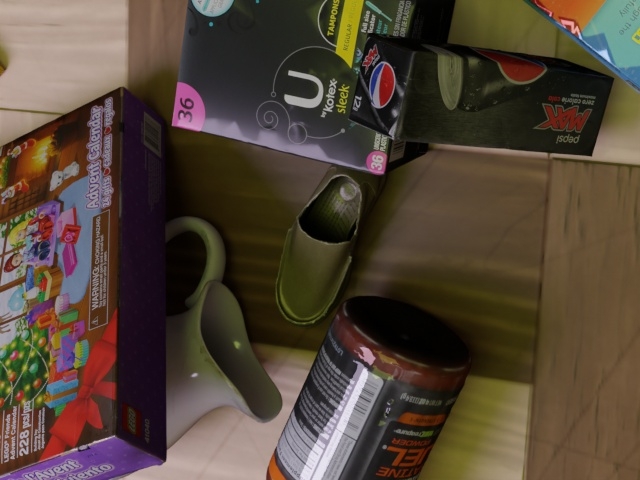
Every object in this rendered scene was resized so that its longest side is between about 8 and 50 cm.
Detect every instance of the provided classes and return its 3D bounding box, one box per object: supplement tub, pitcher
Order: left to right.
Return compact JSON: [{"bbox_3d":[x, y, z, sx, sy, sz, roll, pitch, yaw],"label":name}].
[{"bbox_3d":[-0.150,0.088,0.990,0.207,0.125,0.177,-23,65,19],"label":"pitcher"},{"bbox_3d":[0.026,0.146,0.931,0.106,0.106,0.197,28,110,14],"label":"supplement tub"}]

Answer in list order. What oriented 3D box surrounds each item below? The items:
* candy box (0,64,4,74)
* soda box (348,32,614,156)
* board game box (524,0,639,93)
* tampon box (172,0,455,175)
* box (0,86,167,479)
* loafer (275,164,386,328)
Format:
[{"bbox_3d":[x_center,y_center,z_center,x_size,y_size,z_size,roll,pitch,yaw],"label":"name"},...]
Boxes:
[{"bbox_3d":[-0.362,-0.117,1.068,0.206,0.027,0.105,-39,89,23],"label":"candy box"},{"bbox_3d":[0.105,-0.092,0.820,0.053,0.169,0.060,34,117,51],"label":"soda box"},{"bbox_3d":[0.183,-0.304,0.788,0.302,0.086,0.308,41,112,9],"label":"board game box"},{"bbox_3d":[-0.005,-0.125,0.888,0.161,0.101,0.120,14,106,18],"label":"tampon box"},{"bbox_3d":[-0.208,0.048,0.933,0.201,0.057,0.293,-23,52,23],"label":"box"},{"bbox_3d":[0.000,0.000,0.940,0.056,0.050,0.148,25,108,15],"label":"loafer"}]
